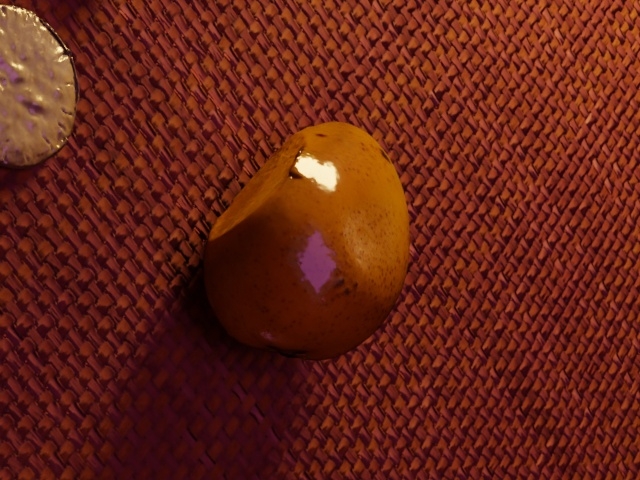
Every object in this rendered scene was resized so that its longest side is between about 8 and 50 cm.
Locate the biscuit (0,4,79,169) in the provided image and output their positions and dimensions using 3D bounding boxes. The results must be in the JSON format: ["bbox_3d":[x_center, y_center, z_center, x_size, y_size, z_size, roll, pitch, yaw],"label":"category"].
[{"bbox_3d":[-0.270,-0.134,1.512,0.152,0.020,0.152,10,76,-44],"label":"biscuit"}]

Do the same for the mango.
[{"bbox_3d":[0.000,0.000,1.682,0.191,0.160,0.290,49,42,-21],"label":"mango"}]
